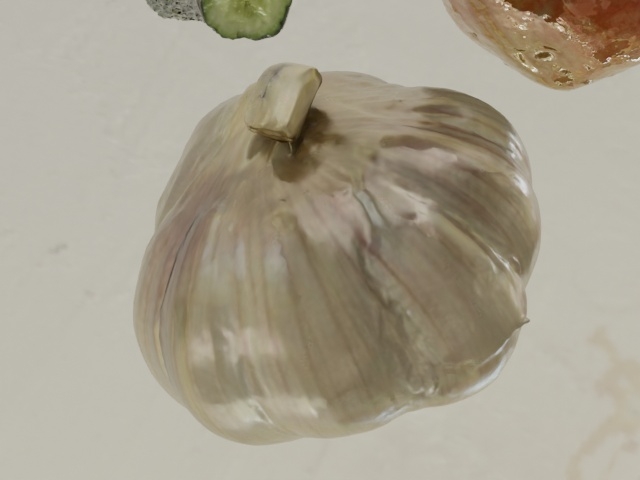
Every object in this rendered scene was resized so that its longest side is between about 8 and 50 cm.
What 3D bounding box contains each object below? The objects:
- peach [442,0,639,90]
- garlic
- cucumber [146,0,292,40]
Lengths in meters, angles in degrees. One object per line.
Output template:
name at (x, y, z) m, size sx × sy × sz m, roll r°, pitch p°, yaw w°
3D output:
peach at (0.183, -0.220, 1.388) m, size 0.232 × 0.232 × 0.232 m, roll -10°, pitch -73°, yaw -37°
garlic at (0.008, 0.013, 1.251) m, size 0.241 × 0.322 × 0.322 m, roll 29°, pitch -98°, yaw -41°
cucumber at (-0.062, -0.147, 0.982) m, size 0.058 × 0.187 × 0.058 m, roll -3°, pitch -79°, yaw -16°
